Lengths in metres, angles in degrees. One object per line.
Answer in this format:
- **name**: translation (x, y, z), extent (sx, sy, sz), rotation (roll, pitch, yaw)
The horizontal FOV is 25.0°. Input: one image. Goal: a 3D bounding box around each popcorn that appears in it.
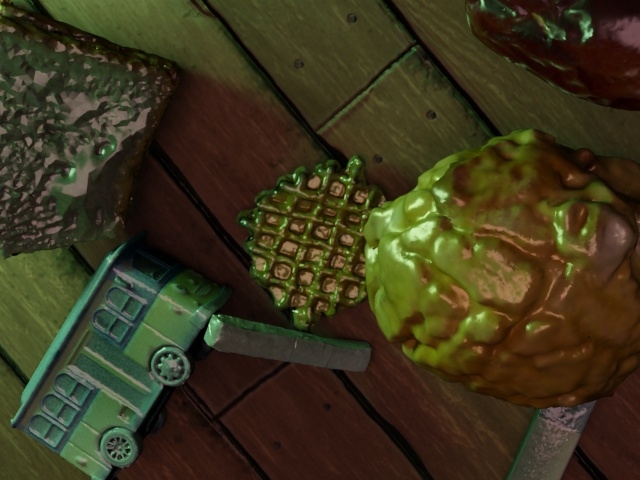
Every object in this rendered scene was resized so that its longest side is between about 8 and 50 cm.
- **popcorn**: translation (0.254, 0.047, 1.778), extent (0.390, 0.344, 0.354), rotation (-26, 90, 9)

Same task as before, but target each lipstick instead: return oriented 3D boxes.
- **lipstick**: translation (0.290, 0.326, 1.974), extent (0.068, 0.066, 0.317), rotation (23, 105, 5)

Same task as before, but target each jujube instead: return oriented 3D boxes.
- **jujube**: translation (0.340, -0.279, 1.762), extent (0.318, 0.223, 0.223), rotation (19, 105, 15)

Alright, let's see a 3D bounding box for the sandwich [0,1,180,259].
- **sandwich**: translation (-0.361, -0.127, 1.937), extent (0.262, 0.131, 0.325), rotation (17, 104, -14)

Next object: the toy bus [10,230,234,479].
- **toy bus**: translation (-0.272, 0.164, 2.006), extent (0.190, 0.152, 0.312), rotation (34, 107, 2)

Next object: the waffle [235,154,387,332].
- **waffle**: translation (0.000, -0.001, 1.968), extent (0.223, 0.054, 0.204), rotation (-28, 96, 13)

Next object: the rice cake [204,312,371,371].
- **rice cake**: translation (-0.042, 0.140, 1.948), extent (0.245, 0.042, 0.045), rotation (13, 105, -29)

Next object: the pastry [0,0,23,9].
- **pastry**: translation (-0.442, -0.249, 1.992), extent (0.087, 0.063, 0.169), rotation (1, 104, -9)
